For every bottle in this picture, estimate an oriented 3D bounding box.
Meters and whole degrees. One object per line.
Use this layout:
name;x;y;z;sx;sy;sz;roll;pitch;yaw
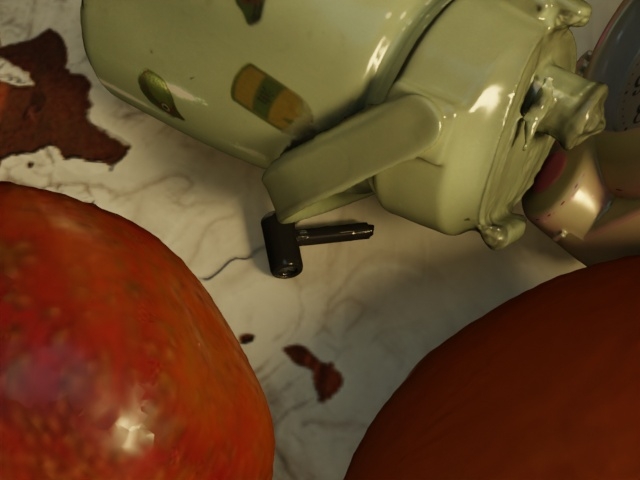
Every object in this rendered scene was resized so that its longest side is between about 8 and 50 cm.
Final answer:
bottle;0.024;-0.118;0.932;0.351;0.229;0.229;29;65;21

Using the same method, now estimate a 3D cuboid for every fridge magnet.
fridge magnet;0.176;0.141;0.773;0.363;0.155;0.363;-23;31;14

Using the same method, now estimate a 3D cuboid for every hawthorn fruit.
hawthorn fruit;-0.180;0.095;0.802;0.275;0.275;0.300;-26;54;-14

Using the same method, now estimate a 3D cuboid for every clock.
clock;0.290;-0.136;0.926;0.114;0.284;0.309;35;54;-16

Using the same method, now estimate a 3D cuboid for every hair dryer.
hair dryer;0.000;0.000;0.985;0.083;0.026;0.047;-7;63;-12
